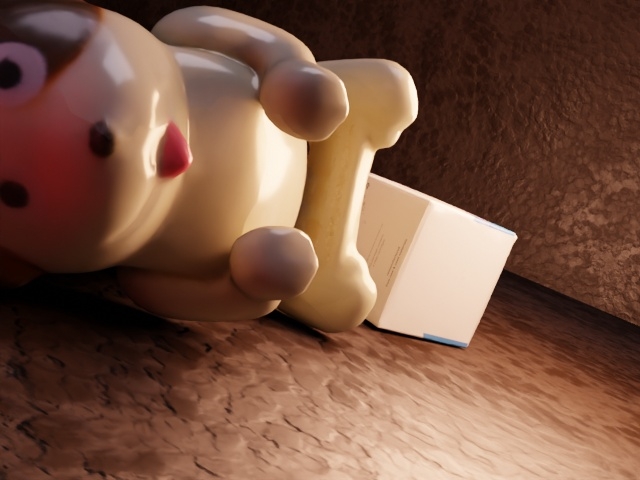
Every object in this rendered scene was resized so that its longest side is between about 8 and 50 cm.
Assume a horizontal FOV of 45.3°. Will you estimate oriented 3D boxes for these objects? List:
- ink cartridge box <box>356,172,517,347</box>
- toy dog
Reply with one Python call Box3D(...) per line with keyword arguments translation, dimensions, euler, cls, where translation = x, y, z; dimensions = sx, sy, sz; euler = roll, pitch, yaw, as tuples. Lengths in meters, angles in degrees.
Box3D(translation=(0.099, 0.012, 1.036), dimensions=(0.171, 0.168, 0.232), euler=(17, 9, -37), cls="ink cartridge box")
Box3D(translation=(-0.142, -0.086, 0.657), dimensions=(0.395, 0.285, 0.408), euler=(24, 10, 24), cls="toy dog")
